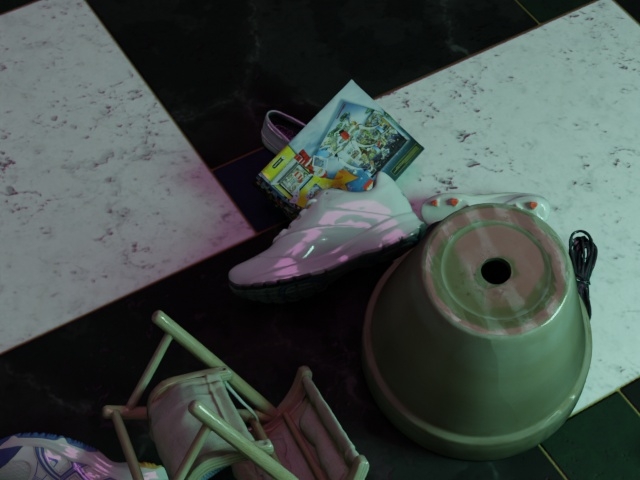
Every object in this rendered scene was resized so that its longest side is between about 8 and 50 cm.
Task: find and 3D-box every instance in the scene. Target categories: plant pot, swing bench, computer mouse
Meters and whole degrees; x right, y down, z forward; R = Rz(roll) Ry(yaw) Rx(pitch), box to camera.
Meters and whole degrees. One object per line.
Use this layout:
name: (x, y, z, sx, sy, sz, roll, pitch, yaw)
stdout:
plant pot: (0.217, 0.093, 1.826, 0.323, 0.280, 0.323, 0, 63, 0)
swing bench: (-0.110, 0.247, 1.740, 0.255, 0.165, 0.253, 24, 13, -25)
computer mouse: (0.273, 0.065, 2.031, 0.262, 0.060, 0.184, 5, 60, 0)

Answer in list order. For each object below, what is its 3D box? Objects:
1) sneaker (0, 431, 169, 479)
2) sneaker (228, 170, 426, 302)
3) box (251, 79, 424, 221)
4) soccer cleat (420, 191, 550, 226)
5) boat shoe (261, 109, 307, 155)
sneaker: (-0.305, 0.338, 1.774, 0.297, 0.112, 0.131, 11, 56, 10)
sneaker: (0.000, 0.000, 2.012, 0.297, 0.111, 0.129, -22, 74, -11)
box: (0.029, -0.114, 2.120, 0.159, 0.044, 0.233, 44, 64, -2)
soccer cleat: (0.252, -0.043, 2.111, 0.196, 0.068, 0.076, 0, 13, 13)
boat shoe: (-0.015, -0.147, 2.180, 0.184, 0.063, 0.066, 38, 60, 24)
